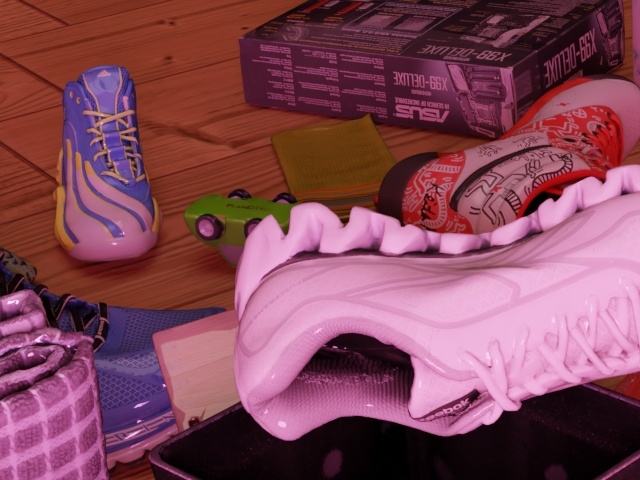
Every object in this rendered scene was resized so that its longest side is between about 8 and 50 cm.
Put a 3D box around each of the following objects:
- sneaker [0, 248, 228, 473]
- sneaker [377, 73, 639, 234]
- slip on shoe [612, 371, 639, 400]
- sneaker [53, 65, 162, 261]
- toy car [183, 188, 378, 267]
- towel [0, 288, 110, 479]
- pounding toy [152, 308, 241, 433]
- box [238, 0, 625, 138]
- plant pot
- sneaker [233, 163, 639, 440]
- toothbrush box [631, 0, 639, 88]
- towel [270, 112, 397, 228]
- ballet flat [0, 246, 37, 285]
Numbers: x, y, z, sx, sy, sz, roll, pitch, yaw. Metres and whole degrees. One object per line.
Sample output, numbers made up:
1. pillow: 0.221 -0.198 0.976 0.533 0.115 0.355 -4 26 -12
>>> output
1. sneaker: -0.216 0.069 1.193 0.330 0.147 0.130 -4 24 1
2. sneaker: 0.185 -0.045 1.317 0.270 0.090 0.145 -23 26 -35
3. slip on shoe: 0.261 0.065 1.151 0.101 0.123 0.331 5 31 31
4. sneaker: -0.189 -0.073 1.529 0.091 0.126 0.240 -9 24 -8
5. toy car: 0.000 0.000 1.419 0.225 0.053 0.239 6 26 24
6. towel: -0.232 0.174 0.860 0.284 0.235 0.121 -19 33 -27
7. pounding toy: 0.023 0.111 1.078 0.206 0.181 0.094 -16 53 -5
8. box: 0.112 -0.189 1.790 0.307 0.076 0.242 10 28 31
9. plant pot: 0.051 0.168 0.893 0.188 0.167 0.187 -24 30 -38
10. sneaker: 0.097 0.040 0.857 0.292 0.110 0.118 -8 31 13
11. toothbrush box: 0.375 -0.230 1.561 0.126 0.295 0.216 -16 27 -20
12. towel: 0.019 -0.060 1.587 0.102 0.021 0.237 -7 24 -6
13. ballet flat: -0.322 0.015 1.436 0.188 0.070 0.070 -4 24 1
